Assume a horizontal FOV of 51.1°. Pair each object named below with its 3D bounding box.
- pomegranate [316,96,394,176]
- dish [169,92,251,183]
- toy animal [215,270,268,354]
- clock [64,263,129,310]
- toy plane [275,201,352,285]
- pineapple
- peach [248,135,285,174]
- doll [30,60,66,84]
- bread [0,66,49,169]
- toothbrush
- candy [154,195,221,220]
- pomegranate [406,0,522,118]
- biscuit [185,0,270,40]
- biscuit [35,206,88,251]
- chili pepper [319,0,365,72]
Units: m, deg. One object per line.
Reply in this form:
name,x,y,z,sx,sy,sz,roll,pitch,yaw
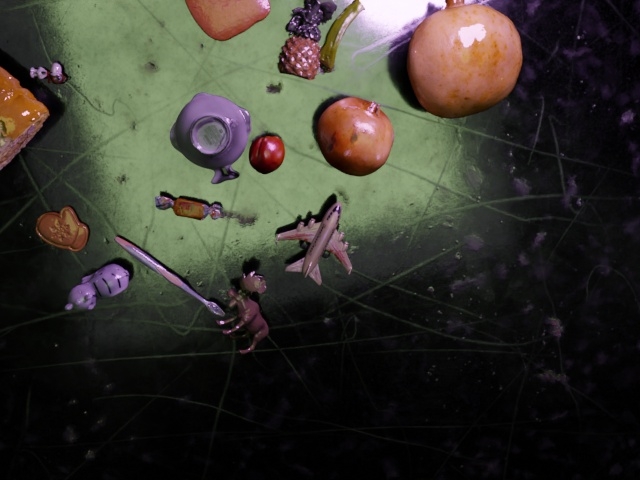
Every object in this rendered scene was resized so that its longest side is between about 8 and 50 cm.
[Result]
pomegranate,0.095,-0.268,1.743,0.209,0.209,0.209,-1,105,-5
dish,-0.286,-0.268,1.772,0.224,0.078,0.246,-16,105,-2
toy animal,-0.206,0.195,1.890,0.186,0.094,0.214,-37,125,-8
clock,-0.608,0.133,1.828,0.176,0.117,0.080,-27,105,2
toy plane,0.000,0.000,1.859,0.229,0.092,0.244,24,100,-8
pineapple,-0.031,-0.535,1.713,0.119,0.111,0.237,10,100,-27
peach,-0.142,-0.227,1.788,0.100,0.101,0.101,-1,105,-5
doll,-0.700,-0.425,1.717,0.085,0.040,0.058,-16,93,-5
bread,-0.888,-0.370,1.650,0.375,0.165,0.236,41,95,-12
toothbrush,-0.421,0.105,1.881,0.375,0.037,0.028,37,79,-11
candy,-0.362,-0.088,1.830,0.182,0.046,0.053,11,100,-13
pomegranate,0.356,-0.447,1.688,0.307,0.307,0.307,-1,105,-5
biscuit,-0.244,-0.619,1.707,0.192,0.036,0.186,-30,103,2
biscuit,-0.703,-0.036,1.825,0.140,0.023,0.118,16,103,-8
chili pepper,0.049,-0.540,1.749,0.052,0.050,0.202,37,103,25
